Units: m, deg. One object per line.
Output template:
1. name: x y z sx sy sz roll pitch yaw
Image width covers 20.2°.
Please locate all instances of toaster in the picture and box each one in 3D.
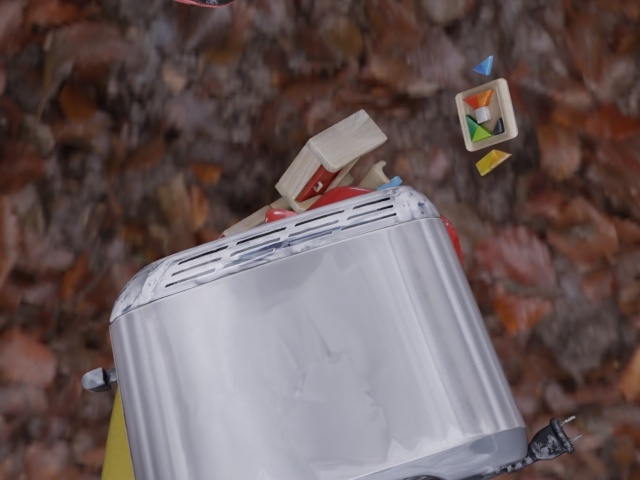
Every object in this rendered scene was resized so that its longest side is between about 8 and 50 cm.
1. toaster: 0.001 0.067 0.884 0.227 0.129 0.146 -18 80 -3

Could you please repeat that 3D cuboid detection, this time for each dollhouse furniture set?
1. dollhouse furniture set: 0.000 0.000 1.664 0.129 0.129 0.183 50 142 10

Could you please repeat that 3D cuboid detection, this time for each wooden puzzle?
1. wooden puzzle: 0.180 -0.136 1.971 0.078 0.014 0.116 -26 77 45

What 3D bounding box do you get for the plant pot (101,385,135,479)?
1. plant pot: -0.044 0.219 1.335 0.212 0.187 0.212 -14 137 44

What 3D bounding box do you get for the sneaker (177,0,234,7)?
1. sneaker: -0.200 -0.250 1.466 0.314 0.136 0.116 9 93 -49

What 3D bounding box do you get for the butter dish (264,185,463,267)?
1. butter dish: 0.052 0.015 1.367 0.160 0.118 0.160 16 143 20
